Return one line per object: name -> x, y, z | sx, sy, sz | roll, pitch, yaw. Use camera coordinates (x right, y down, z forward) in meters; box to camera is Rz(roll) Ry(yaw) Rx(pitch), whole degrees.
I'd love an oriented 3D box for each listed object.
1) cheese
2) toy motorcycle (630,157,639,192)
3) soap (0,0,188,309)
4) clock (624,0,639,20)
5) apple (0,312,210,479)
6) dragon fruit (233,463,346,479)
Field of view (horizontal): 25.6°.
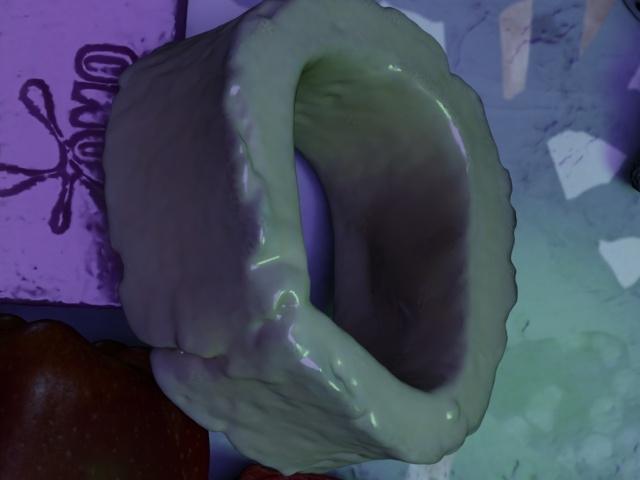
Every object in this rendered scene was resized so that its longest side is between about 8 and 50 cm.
cheese -> -0.004, 0.000, 1.009 | 0.292, 0.153, 0.332 | 14, 65, -45
toy motorcycle -> 0.361, -0.117, 1.177 | 0.229, 0.151, 0.074 | -25, 60, -5
soap -> -0.198, -0.081, 1.069 | 0.181, 0.081, 0.259 | 5, 94, -14
clock -> 0.361, -0.245, 1.103 | 0.189, 0.254, 0.189 | 0, 91, -14
apple -> -0.221, 0.210, 0.991 | 0.288, 0.288, 0.317 | 19, 79, -14
dragon fruit -> -0.061, 0.296, 1.087 | 0.126, 0.274, 0.161 | 22, 120, 2
